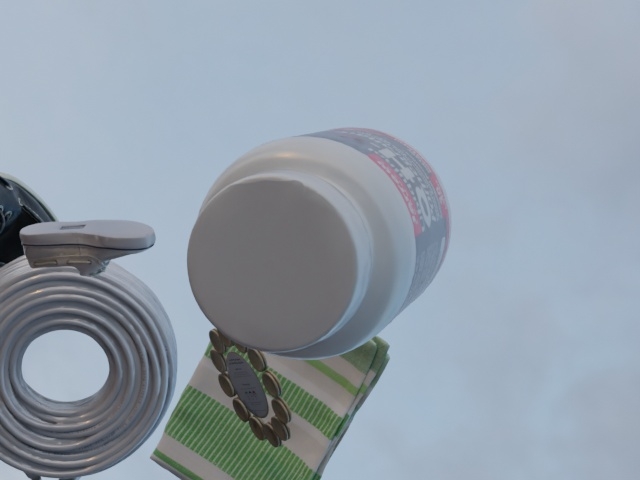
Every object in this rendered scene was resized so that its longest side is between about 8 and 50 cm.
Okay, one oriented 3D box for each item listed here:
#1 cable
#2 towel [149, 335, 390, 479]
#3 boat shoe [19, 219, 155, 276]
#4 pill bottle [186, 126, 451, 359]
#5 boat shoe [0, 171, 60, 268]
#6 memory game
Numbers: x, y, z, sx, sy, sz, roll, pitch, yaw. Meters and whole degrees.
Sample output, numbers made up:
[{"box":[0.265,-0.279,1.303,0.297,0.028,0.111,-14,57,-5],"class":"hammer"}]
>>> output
[{"box":[-0.292,0.141,1.699,0.257,0.257,0.089,51,3,-12],"class":"cable"},{"box":[-0.074,0.228,2.102,0.248,0.324,0.038,30,6,19],"class":"towel"},{"box":[-0.158,0.007,1.027,0.100,0.035,0.035,-1,-70,15],"class":"boat shoe"},{"box":[0.000,0.000,1.217,0.176,0.318,0.176,2,-83,13],"class":"pill bottle"},{"box":[-0.438,-0.040,1.810,0.340,0.127,0.113,46,10,-38],"class":"boat shoe"},{"box":[-0.093,0.189,1.969,0.186,0.012,0.186,43,-31,35],"class":"memory game"}]
